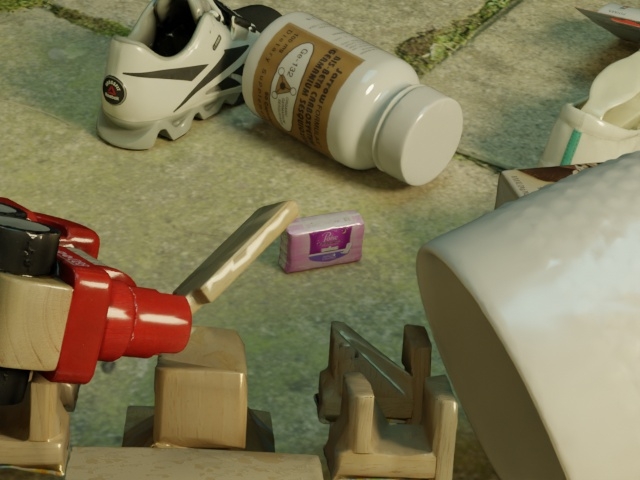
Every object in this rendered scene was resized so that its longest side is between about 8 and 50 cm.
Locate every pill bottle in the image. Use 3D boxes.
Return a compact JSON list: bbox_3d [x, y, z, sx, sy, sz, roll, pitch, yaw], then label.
[{"bbox_3d":[0.036,-0.151,1.721,0.229,0.131,0.131,31,41,33],"label":"pill bottle"}]

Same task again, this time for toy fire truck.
[{"bbox_3d":[-0.160,0.022,1.133,0.246,0.158,0.217,9,7,-33],"label":"toy fire truck"}]

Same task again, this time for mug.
[{"bbox_3d":[0.301,0.104,1.224,0.328,0.374,0.276,-25,-3,-8],"label":"mug"}]

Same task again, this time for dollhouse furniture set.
[{"bbox_3d":[-0.091,0.223,1.130,0.362,0.256,0.394,3,13,-5],"label":"dollhouse furniture set"}]

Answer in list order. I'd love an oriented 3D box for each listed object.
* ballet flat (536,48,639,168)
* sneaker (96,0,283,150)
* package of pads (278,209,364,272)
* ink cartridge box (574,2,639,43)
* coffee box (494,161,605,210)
[{"bbox_3d":[0.376,-0.163,1.789,0.139,0.139,0.400,25,38,27],"label":"ballet flat"},{"bbox_3d":[-0.130,-0.231,1.810,0.122,0.146,0.330,19,34,22],"label":"sneaker"},{"bbox_3d":[0.000,0.000,1.562,0.083,0.050,0.032,-10,36,-20],"label":"package of pads"},{"bbox_3d":[0.410,-0.269,1.945,0.145,0.045,0.179,19,1,30],"label":"ink cartridge box"},{"bbox_3d":[0.333,0.008,1.535,0.297,0.119,0.168,-5,34,-16],"label":"coffee box"}]
